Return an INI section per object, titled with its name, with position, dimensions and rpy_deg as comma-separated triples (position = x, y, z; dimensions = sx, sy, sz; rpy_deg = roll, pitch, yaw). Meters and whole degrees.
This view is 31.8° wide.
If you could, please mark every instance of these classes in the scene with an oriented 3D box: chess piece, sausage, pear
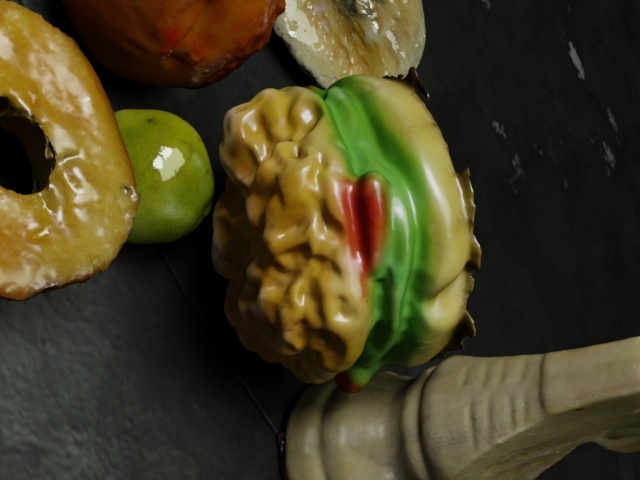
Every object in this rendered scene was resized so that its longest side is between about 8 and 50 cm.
[chess piece]
position = 0.123, 0.132, 0.812
dimensions = 0.137, 0.301, 0.137
rpy_deg = 26, 55, -44
[sausage]
position = -0.103, -0.241, 0.791
dimensions = 0.153, 0.141, 0.268
rpy_deg = 14, 69, -49
[pear]
position = -0.112, -0.042, 0.754
dimensions = 0.097, 0.092, 0.092
rpy_deg = 35, 52, -38

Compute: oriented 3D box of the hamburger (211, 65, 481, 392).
[hamburger]
position = 0.000, 0.000, 0.791
dimensions = 0.149, 0.237, 0.237
rpy_deg = -12, 86, -18

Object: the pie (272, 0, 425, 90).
[pie]
position = 0.014, -0.212, 1.007
dimensions = 0.218, 0.052, 0.185
rpy_deg = 25, 63, -42

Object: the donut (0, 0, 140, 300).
[donut]
position = -0.193, -0.049, 0.660
dimensions = 0.162, 0.065, 0.178
rpy_deg = -11, 84, -45
